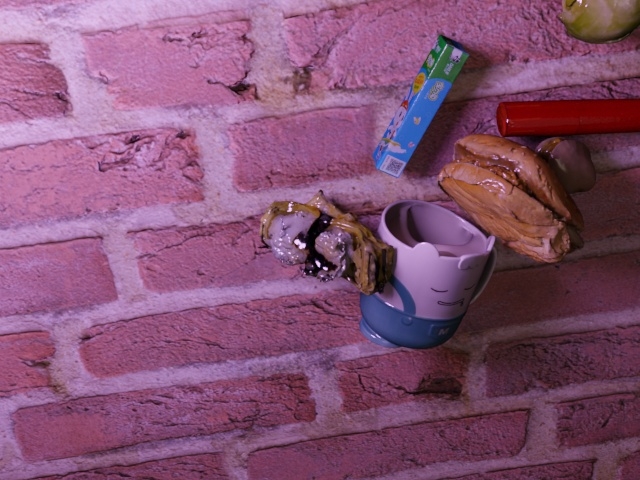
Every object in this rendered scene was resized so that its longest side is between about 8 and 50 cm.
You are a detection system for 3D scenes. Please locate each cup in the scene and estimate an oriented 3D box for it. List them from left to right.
[{"bbox_3d":[0.223,0.068,1.694,0.289,0.219,0.258,-6,126,-34],"label":"cup"}]

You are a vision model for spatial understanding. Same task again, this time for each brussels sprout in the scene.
[{"bbox_3d":[0.499,-0.428,1.476,0.145,0.131,0.183,17,120,8],"label":"brussels sprout"}]

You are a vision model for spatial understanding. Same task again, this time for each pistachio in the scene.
[{"bbox_3d":[0.468,-0.143,1.642,0.113,0.113,0.149,-37,139,14],"label":"pistachio"}]

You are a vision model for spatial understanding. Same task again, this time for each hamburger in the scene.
[{"bbox_3d":[0.360,-0.080,1.589,0.145,0.259,0.283,-50,124,-10],"label":"hamburger"}]

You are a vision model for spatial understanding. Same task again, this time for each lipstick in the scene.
[{"bbox_3d":[0.473,-0.232,1.618,0.279,0.073,0.073,-2,121,-6],"label":"lipstick"}]

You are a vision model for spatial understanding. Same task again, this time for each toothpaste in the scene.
[{"bbox_3d":[0.180,-0.244,1.578,0.050,0.065,0.267,22,116,-15],"label":"toothpaste"}]

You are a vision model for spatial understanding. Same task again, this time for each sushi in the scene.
[{"bbox_3d":[0.004,-0.002,1.610,0.131,0.291,0.139,-22,127,-43],"label":"sushi"}]
